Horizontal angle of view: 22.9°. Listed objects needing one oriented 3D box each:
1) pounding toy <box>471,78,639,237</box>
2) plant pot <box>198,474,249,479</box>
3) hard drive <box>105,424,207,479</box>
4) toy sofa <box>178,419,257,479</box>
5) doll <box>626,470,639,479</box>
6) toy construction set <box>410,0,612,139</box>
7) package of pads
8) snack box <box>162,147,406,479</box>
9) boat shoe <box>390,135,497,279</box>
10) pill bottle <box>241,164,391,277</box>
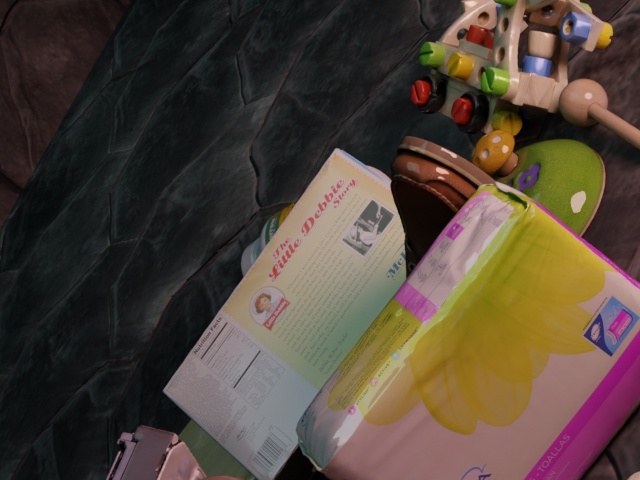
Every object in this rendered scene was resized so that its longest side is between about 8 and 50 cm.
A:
[{"bbox_3d":[0.213,-0.072,1.658,0.237,0.110,0.183,-49,25,12],"label":"pounding toy"},{"bbox_3d":[-0.044,0.321,1.393,0.263,0.229,0.263,-27,42,27],"label":"plant pot"},{"bbox_3d":[-0.150,0.357,1.514,0.064,0.339,0.237,8,58,23],"label":"hard drive"},{"bbox_3d":[-0.045,0.199,1.759,0.362,0.177,0.150,-52,49,3],"label":"toy sofa"},{"bbox_3d":[0.239,0.250,1.228,0.129,0.046,0.189,-4,31,28],"label":"doll"},{"bbox_3d":[0.208,-0.231,1.827,0.327,0.151,0.215,-124,48,-73],"label":"toy construction set"},{"bbox_3d":[0.147,0.122,1.376,0.296,0.229,0.101,-53,24,3],"label":"package of pads"},{"bbox_3d":[-0.005,0.082,1.631,0.187,0.060,0.322,37,92,38],"label":"snack box"},{"bbox_3d":[0.135,0.021,1.479,0.111,0.307,0.104,23,73,38],"label":"boat shoe"},{"bbox_3d":[0.000,0.000,1.937,0.208,0.117,0.117,-32,32,41],"label":"pill bottle"}]
